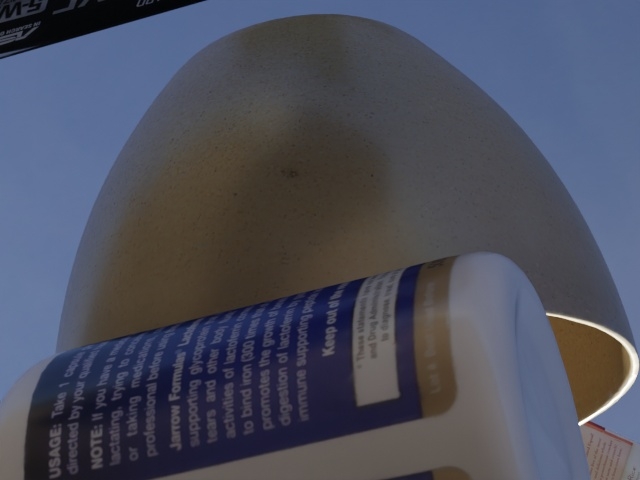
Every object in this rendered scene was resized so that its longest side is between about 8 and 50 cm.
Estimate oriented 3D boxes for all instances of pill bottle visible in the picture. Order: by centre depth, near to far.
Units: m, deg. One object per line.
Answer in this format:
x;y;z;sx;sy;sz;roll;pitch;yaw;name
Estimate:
-0.036;0.104;0.694;0.265;0.153;0.153;-13;-88;15;pill bottle

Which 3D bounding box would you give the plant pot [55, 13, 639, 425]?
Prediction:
0.000;0.000;0.912;0.284;0.284;0.191;-27;-119;36;plant pot

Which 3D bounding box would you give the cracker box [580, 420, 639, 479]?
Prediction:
0.209;0.187;1.257;0.156;0.232;0.067;-17;-128;65;cracker box

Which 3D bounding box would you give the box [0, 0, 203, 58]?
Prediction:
-0.116;-0.205;0.724;0.242;0.307;0.076;63;-26;12;box
